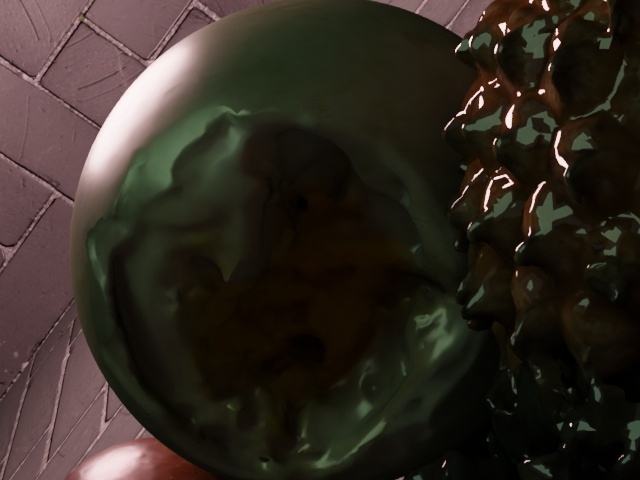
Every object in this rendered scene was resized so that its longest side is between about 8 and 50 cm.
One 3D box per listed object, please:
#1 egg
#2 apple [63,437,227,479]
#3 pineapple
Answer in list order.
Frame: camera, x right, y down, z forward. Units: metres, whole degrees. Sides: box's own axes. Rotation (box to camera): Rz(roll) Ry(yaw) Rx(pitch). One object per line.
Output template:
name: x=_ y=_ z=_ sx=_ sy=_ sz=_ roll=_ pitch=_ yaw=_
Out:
egg: x=0.005 y=-0.004 z=0.667 sx=0.278 sy=0.278 sz=0.336 roll=-50 pitch=2 yaw=16
apple: x=-0.085 y=0.218 z=0.669 sx=0.201 sy=0.162 sz=0.201 roll=-179 pitch=90 yaw=-74
pineapple: x=0.126 y=0.036 z=0.411 sx=0.223 sy=0.222 sz=0.358 roll=-19 pitch=50 yaw=64
